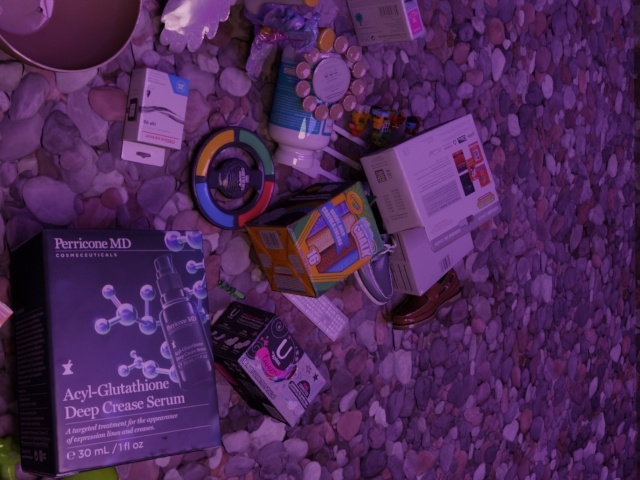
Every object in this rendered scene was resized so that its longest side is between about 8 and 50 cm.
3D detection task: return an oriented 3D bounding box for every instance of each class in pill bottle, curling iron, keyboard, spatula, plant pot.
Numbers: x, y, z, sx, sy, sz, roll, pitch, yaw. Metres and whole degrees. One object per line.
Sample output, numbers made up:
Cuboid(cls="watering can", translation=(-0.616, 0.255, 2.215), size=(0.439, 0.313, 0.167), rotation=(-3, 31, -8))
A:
Cuboid(cls="pill bottle", translation=(-0.036, -0.302, 1.712), size=(0.146, 0.146, 0.264), rotation=(1, 107, -44))
Cuboid(cls="curling iron", translation=(-0.009, -0.392, 1.822), size=(0.273, 0.035, 0.068), rotation=(-2, 76, -39))
Cuboid(cls="keyboard", translation=(-0.016, 0.161, 1.906), size=(0.256, 0.014, 0.072), rotation=(47, 64, -37))
Cuboid(cls="spatula", translation=(0.036, -0.222, 1.898), size=(0.242, 0.019, 0.168), rotation=(21, 80, -44))
Cuboid(cls="plant pot", translation=(-0.469, -0.417, 1.261), size=(0.284, 0.190, 0.284), rotation=(-7, 100, -43))

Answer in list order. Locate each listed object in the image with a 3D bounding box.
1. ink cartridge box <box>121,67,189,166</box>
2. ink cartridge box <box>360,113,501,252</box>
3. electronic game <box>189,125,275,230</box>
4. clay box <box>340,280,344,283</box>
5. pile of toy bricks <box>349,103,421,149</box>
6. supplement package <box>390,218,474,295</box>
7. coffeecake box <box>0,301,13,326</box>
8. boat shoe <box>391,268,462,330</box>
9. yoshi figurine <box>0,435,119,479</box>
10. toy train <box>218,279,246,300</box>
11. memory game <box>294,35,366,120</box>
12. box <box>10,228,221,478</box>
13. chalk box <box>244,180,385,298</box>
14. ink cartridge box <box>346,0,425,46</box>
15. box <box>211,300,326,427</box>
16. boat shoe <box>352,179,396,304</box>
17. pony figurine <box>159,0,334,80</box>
Cuboid(cls="ink cartridge box", translation=(-0.329, -0.242, 1.512), size=(0.104, 0.060, 0.180), rotation=(7, 91, -45))
Cuboid(cls="ink cartridge box", translation=(0.285, -0.138, 1.897), size=(0.309, 0.130, 0.272), rotation=(-26, 99, -38))
Cuboid(cls="electronic game", translation=(-0.190, -0.136, 1.671), size=(0.229, 0.048, 0.230), rotation=(-7, 100, -43))
Cuboid(cls="clay box", translation=(0.000, 0.000, 1.870), size=(0.222, 0.053, 0.128), rotation=(39, 68, -41))
Cuboid(cls="pile of toy bricks", translation=(0.168, -0.283, 1.956), size=(0.212, 0.118, 0.105), rotation=(-8, 117, -53))
Cuboid(cls="supplement package", translation=(0.269, -0.008, 2.065), size=(0.261, 0.145, 0.204), rotation=(-36, 119, -34))
Cuboid(cls="coffeecake box", translation=(-0.614, 0.159, 1.235), size=(0.186, 0.142, 0.068), rotation=(-56, 130, -23))
Cuboid(cls="boat shoe", translation=(0.291, 0.160, 2.149), size=(0.307, 0.110, 0.105), rotation=(-27, 110, -49))
Cuboid(cls="yoshi figurine", translation=(-0.512, 0.458, 1.349), size=(0.362, 0.202, 0.204), rotation=(4, 86, -47))
Cuboid(cls="toy train", translation=(-0.198, 0.114, 1.715), size=(0.083, 0.023, 0.017), rotation=(40, 69, -39))
Cuboid(cls="memory game", translation=(0.023, -0.348, 1.633), size=(0.186, 0.012, 0.186), rotation=(-13, 114, -31))
Cuboid(cls="box", translation=(-0.365, 0.190, 1.345), size=(0.293, 0.212, 0.396), rotation=(0, 79, -36))
Cuboid(cls="chalk box", translation=(0.012, -0.021, 1.722), size=(0.288, 0.180, 0.179), rotation=(-32, 111, -31))
Cuboid(cls="ink cartridge box", translation=(0.130, -0.628, 1.814), size=(0.065, 0.185, 0.311), rotation=(-38, 120, -31))
Cuboid(cls="box", translation=(-0.127, 0.276, 1.710), size=(0.142, 0.163, 0.247), rotation=(-51, 127, -25))
Cuboid(cls="boat shoe", translation=(0.133, 0.003, 1.891), size=(0.116, 0.099, 0.320), rotation=(-16, 91, -56))
Cuboid(cls="pony figurine", translation=(-0.116, -0.501, 1.531), size=(0.302, 0.363, 0.351), rotation=(7, 107, -52))
